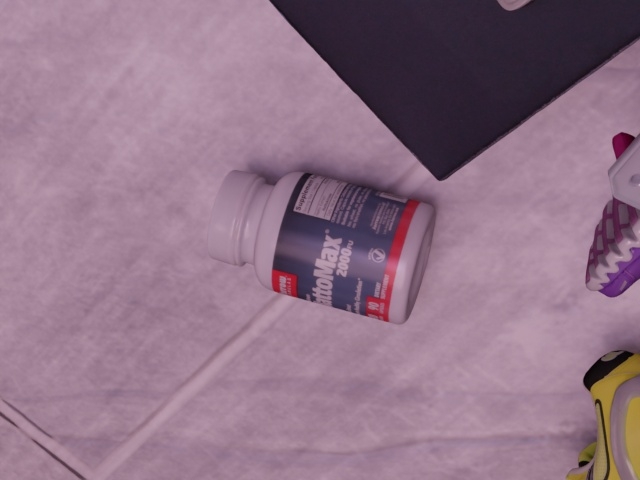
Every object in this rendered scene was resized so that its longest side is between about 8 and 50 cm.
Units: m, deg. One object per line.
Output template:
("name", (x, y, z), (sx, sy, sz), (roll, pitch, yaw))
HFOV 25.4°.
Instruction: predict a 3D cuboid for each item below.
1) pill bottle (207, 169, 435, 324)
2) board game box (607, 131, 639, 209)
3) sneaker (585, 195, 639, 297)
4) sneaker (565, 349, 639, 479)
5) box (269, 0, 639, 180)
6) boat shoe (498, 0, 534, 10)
("pill bottle", (0.000, 0.000, 1.223), (0.180, 0.108, 0.108), (14, 125, 10))
("board game box", (0.459, -0.109, 0.965), (0.390, 0.050, 0.390), (22, 128, -19))
("sneaker", (0.302, -0.029, 1.116), (0.104, 0.095, 0.236), (29, 125, -11))
("sneaker", (0.304, 0.251, 1.286), (0.147, 0.145, 0.384), (31, 136, 37))
("box", (0.154, -0.239, 0.904), (0.183, 0.294, 0.296), (45, 123, -12))
("boat shoe", (0.135, -0.173, 0.747), (0.046, 0.038, 0.125), (57, 132, 35))
